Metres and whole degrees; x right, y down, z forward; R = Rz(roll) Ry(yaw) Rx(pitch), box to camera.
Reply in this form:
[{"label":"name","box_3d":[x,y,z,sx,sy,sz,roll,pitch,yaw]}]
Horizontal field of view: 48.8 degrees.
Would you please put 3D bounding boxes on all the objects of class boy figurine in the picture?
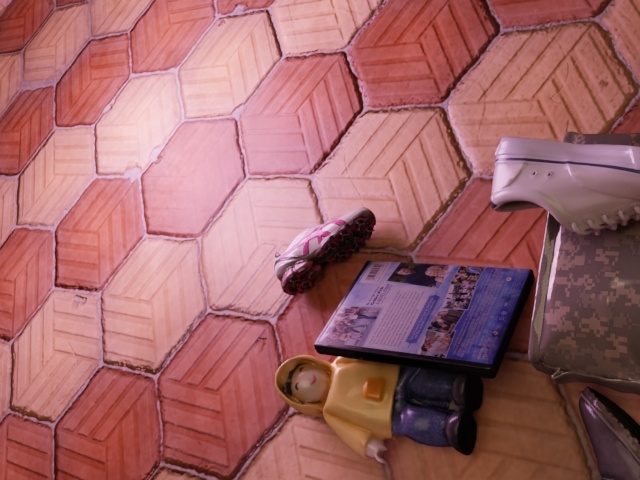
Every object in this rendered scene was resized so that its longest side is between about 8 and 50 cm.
[{"label":"boy figurine","box_3d":[0.069,0.197,0.937,0.285,0.092,0.177,6,71,31]}]

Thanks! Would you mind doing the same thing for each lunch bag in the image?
[{"label":"lunch bag","box_3d":[0.371,0.036,0.765,0.235,0.169,0.287,5,66,37]}]

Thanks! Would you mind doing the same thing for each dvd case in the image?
[{"label":"dvd case","box_3d":[0.135,0.095,0.933,0.252,0.022,0.180,2,40,34]}]

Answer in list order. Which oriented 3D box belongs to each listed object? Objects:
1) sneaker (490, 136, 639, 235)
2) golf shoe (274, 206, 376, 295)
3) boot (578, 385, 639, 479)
[{"label":"sneaker","box_3d":[0.289,-0.048,0.714,0.258,0.094,0.091,15,96,50]},{"label":"golf shoe","box_3d":[0.000,0.000,1.092,0.186,0.067,0.086,-37,51,13]},{"label":"boot","box_3d":[0.281,0.290,0.770,0.208,0.076,0.190,-51,33,19]}]
